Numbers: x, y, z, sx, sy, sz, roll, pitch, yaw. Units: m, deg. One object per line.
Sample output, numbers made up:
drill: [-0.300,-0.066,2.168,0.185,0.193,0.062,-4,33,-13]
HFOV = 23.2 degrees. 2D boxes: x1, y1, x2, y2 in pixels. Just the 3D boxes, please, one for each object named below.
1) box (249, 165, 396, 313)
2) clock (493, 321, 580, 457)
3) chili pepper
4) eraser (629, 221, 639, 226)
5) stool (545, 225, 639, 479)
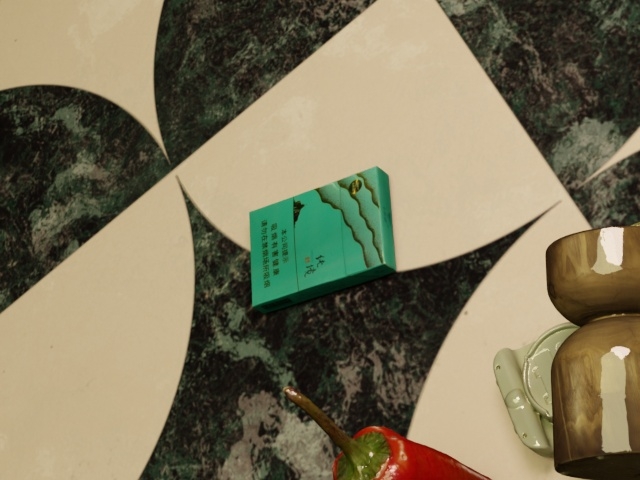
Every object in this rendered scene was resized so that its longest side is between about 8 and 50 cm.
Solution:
box: [0.000,0.000,2.251,0.226,0.042,0.161,-18,60,27]
clock: [0.319,0.169,1.937,0.191,0.062,0.151,-31,54,18]
chili pepper: [0.084,0.293,1.861,0.134,0.338,0.131,-2,65,36]
eraser: [0.455,0.016,1.919,0.172,0.058,0.117,-24,56,24]
stool: [0.353,0.135,1.794,0.179,0.179,0.264,-10,69,31]
